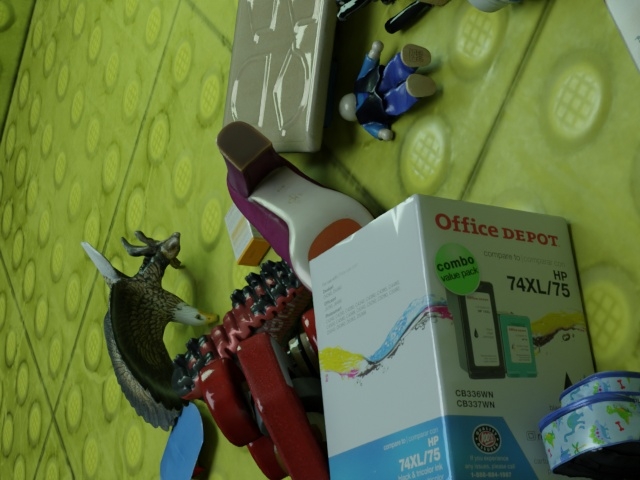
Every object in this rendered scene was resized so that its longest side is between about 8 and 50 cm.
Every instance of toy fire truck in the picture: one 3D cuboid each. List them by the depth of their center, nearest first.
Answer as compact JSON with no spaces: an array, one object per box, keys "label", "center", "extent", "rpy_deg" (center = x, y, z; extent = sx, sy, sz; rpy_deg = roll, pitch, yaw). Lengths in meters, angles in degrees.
[{"label":"toy fire truck","center":[0.005,0.233,1.191],"extent":[0.169,0.302,0.254],"rpy_deg":[-28,56,2]}]

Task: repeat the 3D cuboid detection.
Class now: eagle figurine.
[{"label":"eagle figurine","center":[-0.278,0.139,1.751],"extent":[0.225,0.226,0.298],"rpy_deg":[-3,68,35]}]

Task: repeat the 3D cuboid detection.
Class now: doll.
[{"label":"doll","center":[0.078,-0.192,1.368],"extent":[0.189,0.046,0.129],"rpy_deg":[-23,74,63]}]

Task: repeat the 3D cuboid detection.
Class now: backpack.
[{"label":"backpack","center":[0.249,0.162,0.935],"extent":[0.105,0.114,0.084],"rpy_deg":[-45,47,47]}]

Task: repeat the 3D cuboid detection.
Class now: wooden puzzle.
[{"label":"wooden puzzle","center":[-0.041,-0.282,1.568],"extent":[0.348,0.080,0.322],"rpy_deg":[7,89,64]}]

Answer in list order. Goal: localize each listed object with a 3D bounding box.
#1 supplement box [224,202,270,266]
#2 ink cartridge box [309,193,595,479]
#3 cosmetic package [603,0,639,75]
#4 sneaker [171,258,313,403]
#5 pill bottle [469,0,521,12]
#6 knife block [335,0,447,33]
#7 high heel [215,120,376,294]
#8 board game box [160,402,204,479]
[{"label":"supplement box","center":[-0.110,-0.017,1.657],"extent":[0.062,0.036,0.098],"rpy_deg":[-55,40,39]},{"label":"ink cartridge box","center":[0.129,0.122,1.065],"extent":[0.197,0.198,0.270],"rpy_deg":[-34,56,52]},{"label":"cosmetic package","center":[0.338,-0.164,0.843],"extent":[0.153,0.129,0.296],"rpy_deg":[-52,42,43]},{"label":"sneaker","center":[-0.081,0.136,1.521],"extent":[0.276,0.135,0.098],"rpy_deg":[-48,27,11]},{"label":"pill bottle","center":[0.212,-0.297,1.133],"extent":[0.137,0.078,0.078],"rpy_deg":[-27,61,55]},{"label":"knife block","center":[0.141,-0.340,1.281],"extent":[0.275,0.242,0.088],"rpy_deg":[-8,72,12]},{"label":"high heel","center":[0.000,0.000,1.434],"extent":[0.377,0.127,0.181],"rpy_deg":[53,174,30]},{"label":"board game box","center":[-0.214,0.349,1.759],"extent":[0.133,0.033,0.169],"rpy_deg":[34,107,61]}]
